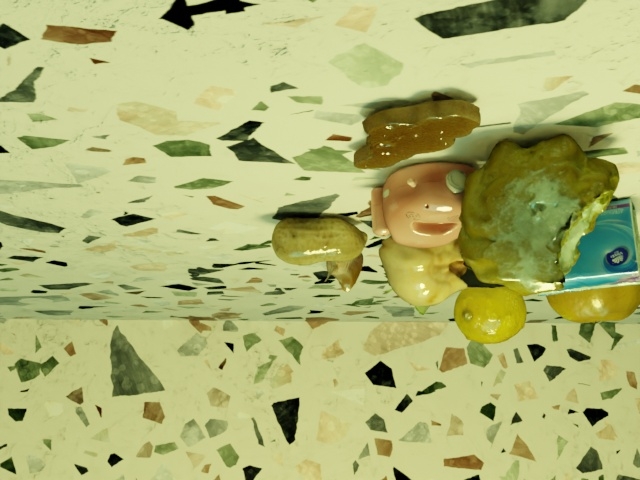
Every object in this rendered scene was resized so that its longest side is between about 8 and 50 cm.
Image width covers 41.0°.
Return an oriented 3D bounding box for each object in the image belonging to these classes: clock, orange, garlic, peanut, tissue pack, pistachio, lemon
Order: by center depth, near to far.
[{"bbox_3d":[0.245,-0.077,1.828,0.227,0.142,0.241,3,161,-17],"label":"clock"},{"bbox_3d":[0.648,0.018,2.113,0.263,0.198,0.146,-8,161,24],"label":"tissue pack"},{"bbox_3d":[0.000,0.000,2.147,0.253,0.122,0.137,-3,166,-11],"label":"peanut"},{"bbox_3d":[0.270,0.055,2.185,0.238,0.229,0.321,20,-179,20],"label":"pistachio"},{"bbox_3d":[0.059,0.070,2.398,0.090,0.129,0.198,11,172,16],"label":"garlic"},{"bbox_3d":[0.789,0.121,2.472,0.279,0.235,0.279,-2,177,0],"label":"orange"},{"bbox_3d":[0.580,0.240,2.924,0.233,0.234,0.288,-15,167,43],"label":"lemon"}]

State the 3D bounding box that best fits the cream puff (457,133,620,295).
[{"bbox_3d":[0.409,-0.057,1.694,0.274,0.323,0.270,30,-174,7],"label":"cream puff"}]

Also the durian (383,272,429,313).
[{"bbox_3d":[0.286,0.107,2.486,0.157,0.170,0.355,-4,163,23],"label":"durian"}]

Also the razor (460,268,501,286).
[{"bbox_3d":[0.532,0.074,2.508,0.189,0.107,0.327,9,163,-31],"label":"razor"}]

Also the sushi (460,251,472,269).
[{"bbox_3d":[0.437,0.004,2.037,0.115,0.147,0.212,-5,143,-48],"label":"sushi"}]

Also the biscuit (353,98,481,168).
[{"bbox_3d":[0.153,-0.191,1.552,0.183,0.047,0.320,6,164,-17],"label":"biscuit"}]
